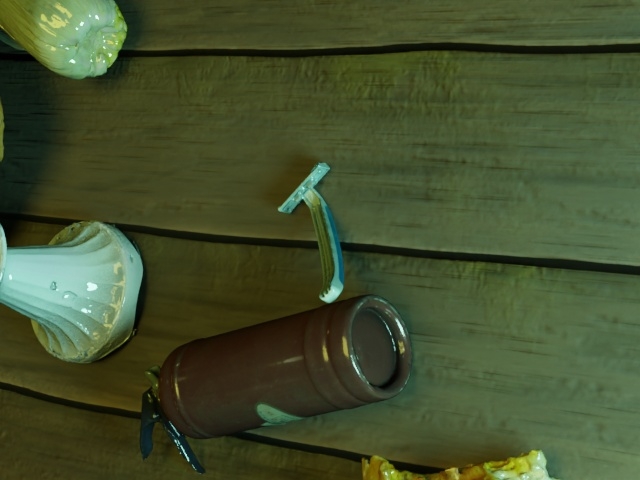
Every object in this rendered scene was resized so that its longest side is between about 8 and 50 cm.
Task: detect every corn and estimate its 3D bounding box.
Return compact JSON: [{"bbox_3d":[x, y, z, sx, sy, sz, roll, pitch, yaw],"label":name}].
[{"bbox_3d":[-0.340,-0.288,2.029,0.122,0.123,0.305,-50,49,-5],"label":"corn"}]

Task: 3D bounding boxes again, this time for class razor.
[{"bbox_3d":[0.003,0.002,1.696,0.068,0.037,0.191,-49,30,22],"label":"razor"}]

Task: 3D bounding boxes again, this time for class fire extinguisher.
[{"bbox_3d":[-0.067,0.152,1.717,0.344,0.102,0.138,-18,103,37],"label":"fire extinguisher"}]

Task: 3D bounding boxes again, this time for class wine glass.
[{"bbox_3d":[-0.310,0.046,1.882,0.165,0.196,0.164,-8,77,38],"label":"wine glass"}]

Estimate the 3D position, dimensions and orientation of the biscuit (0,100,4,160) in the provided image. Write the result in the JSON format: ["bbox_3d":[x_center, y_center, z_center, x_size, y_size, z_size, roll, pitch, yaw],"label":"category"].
[{"bbox_3d":[-0.496,-0.104,2.112,0.350,0.078,0.455,38,118,39],"label":"biscuit"}]

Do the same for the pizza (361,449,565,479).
[{"bbox_3d":[0.161,0.289,1.479,0.182,0.074,0.365,-45,54,8],"label":"pizza"}]
